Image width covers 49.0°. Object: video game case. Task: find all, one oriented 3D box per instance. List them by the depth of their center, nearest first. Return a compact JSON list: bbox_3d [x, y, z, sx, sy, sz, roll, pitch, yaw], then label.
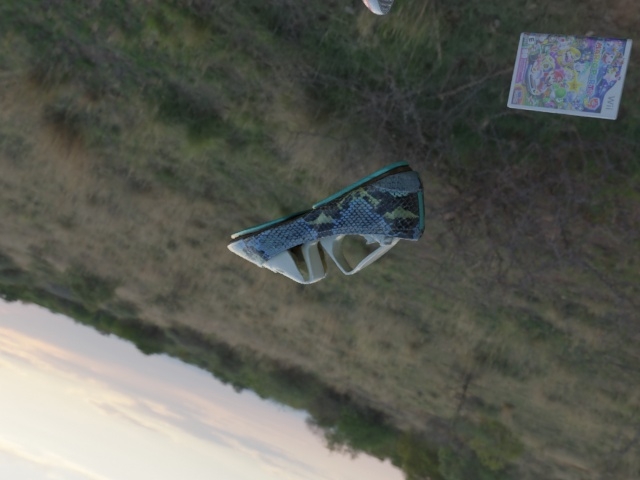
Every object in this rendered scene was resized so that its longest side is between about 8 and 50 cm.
[{"bbox_3d":[0.281,-0.188,0.799,0.122,0.087,0.011,13,-172,27],"label":"video game case"}]

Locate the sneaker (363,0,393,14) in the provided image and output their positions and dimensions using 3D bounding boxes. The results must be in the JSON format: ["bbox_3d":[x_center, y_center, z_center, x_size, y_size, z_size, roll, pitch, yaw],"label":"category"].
[{"bbox_3d":[0.027,-0.286,0.693,0.070,0.051,0.134,12,146,35],"label":"sneaker"}]

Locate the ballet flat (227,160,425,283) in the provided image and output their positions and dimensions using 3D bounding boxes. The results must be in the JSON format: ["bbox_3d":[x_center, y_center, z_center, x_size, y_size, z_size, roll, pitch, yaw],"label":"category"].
[{"bbox_3d":[0.000,0.000,0.534,0.070,0.070,0.188,30,145,-34],"label":"ballet flat"}]
